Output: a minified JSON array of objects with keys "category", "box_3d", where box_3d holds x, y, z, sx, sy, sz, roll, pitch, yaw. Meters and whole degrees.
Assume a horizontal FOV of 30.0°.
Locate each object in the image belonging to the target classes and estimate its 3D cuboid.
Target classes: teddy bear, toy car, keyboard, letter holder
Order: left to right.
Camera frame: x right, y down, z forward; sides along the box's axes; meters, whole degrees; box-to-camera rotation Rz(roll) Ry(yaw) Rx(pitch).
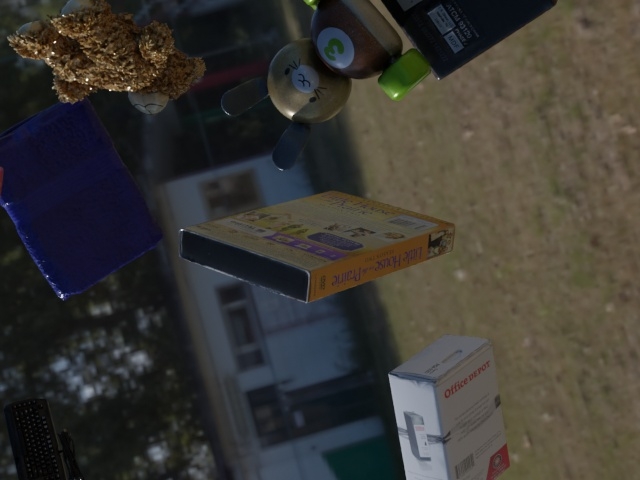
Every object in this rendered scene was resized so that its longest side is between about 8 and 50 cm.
[{"category":"keyboard","box_3d":[-0.435,0.338,1.899,0.038,0.100,0.192,128,127,-61]},{"category":"teddy bear","box_3d":[-0.326,-0.279,1.871,0.338,0.245,0.113,51,-159,-69]},{"category":"toy car","box_3d":[-0.007,-0.169,1.219,0.155,0.188,0.149,48,-172,-1]},{"category":"letter holder","box_3d":[0.121,-0.363,1.305,0.302,0.152,0.214,53,-153,-11]}]

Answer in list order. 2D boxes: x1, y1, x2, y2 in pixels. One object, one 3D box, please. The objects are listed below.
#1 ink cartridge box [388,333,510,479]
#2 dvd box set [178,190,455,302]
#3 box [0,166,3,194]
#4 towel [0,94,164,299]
[{"category":"ink cartridge box","box_3d":[0.195,0.269,1.788,0.092,0.159,0.217,6,113,40]},{"category":"dvd box set","box_3d":[0.000,0.000,2.153,0.308,0.420,0.062,17,112,36]},{"category":"box","box_3d":[-0.531,-0.044,1.463,0.128,0.257,0.122,151,127,-62]},{"category":"towel","box_3d":[-0.441,-0.078,2.108,0.308,0.228,0.076,61,164,-11]}]
